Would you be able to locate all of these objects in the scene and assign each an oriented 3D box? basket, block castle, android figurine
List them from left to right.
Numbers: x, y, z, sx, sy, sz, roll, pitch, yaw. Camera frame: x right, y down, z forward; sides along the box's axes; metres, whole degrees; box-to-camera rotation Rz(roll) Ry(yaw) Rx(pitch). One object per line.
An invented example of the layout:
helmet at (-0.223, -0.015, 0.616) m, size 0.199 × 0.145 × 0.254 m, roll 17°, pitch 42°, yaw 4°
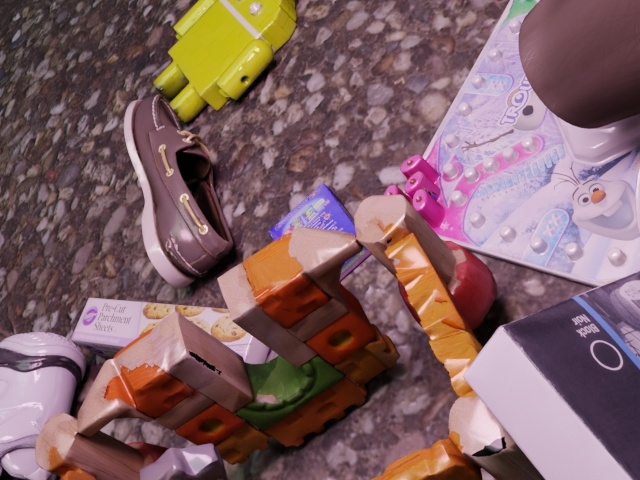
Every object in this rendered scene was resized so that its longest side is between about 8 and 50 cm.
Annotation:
android figurine at (-0.141, -0.307, 1.352) m, size 0.273 × 0.056 × 0.248 m, roll -44°, pitch 43°, yaw 9°
block castle at (-0.017, 0.200, 0.774) m, size 0.453 × 0.213 × 0.303 m, roll -35°, pitch 45°, yaw 12°
basket at (0.287, -0.192, 0.728) m, size 0.227 × 0.204 × 0.154 m, roll -32°, pitch 24°, yaw 56°

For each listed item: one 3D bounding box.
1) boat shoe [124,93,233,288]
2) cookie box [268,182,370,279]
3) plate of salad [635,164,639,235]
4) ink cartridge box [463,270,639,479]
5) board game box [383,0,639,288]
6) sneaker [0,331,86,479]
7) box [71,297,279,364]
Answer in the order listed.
boat shoe at (-0.190, -0.087, 1.199) m, size 0.097 × 0.116 × 0.324 m, roll -29°, pitch 50°, yaw 15°
cookie box at (0.000, 0.000, 1.029) m, size 0.092 × 0.040 × 0.107 m, roll -42°, pitch 43°, yaw 9°
plate of salad at (0.340, -0.026, 0.691) m, size 0.199 × 0.200 × 0.048 m, roll -57°, pitch 0°, yaw -7°
ink cartridge box at (0.253, 0.170, 0.542) m, size 0.332 × 0.165 × 0.065 m, roll 52°, pitch 137°, yaw 26°
board game box at (0.290, -0.148, 0.884) m, size 0.390 × 0.050 × 0.389 m, roll 19°, pitch 75°, yaw 45°
sneaker at (-0.469, 0.272, 1.158) m, size 0.366 × 0.137 × 0.210 m, roll -25°, pitch 45°, yaw 20°
box at (-0.177, 0.118, 1.078) m, size 0.324 × 0.063 × 0.067 m, roll 1°, pitch 62°, yaw 41°
